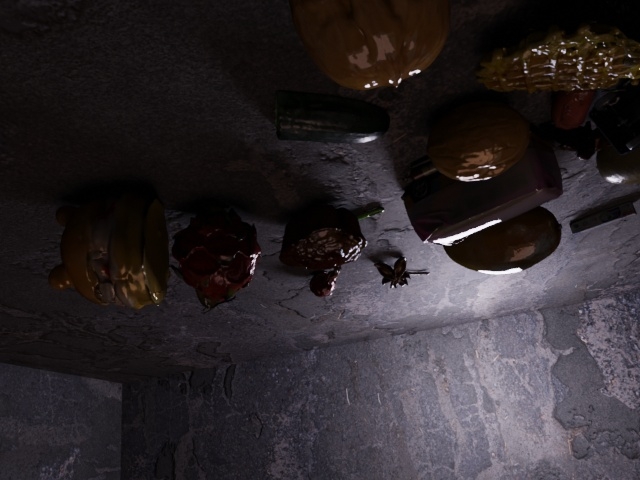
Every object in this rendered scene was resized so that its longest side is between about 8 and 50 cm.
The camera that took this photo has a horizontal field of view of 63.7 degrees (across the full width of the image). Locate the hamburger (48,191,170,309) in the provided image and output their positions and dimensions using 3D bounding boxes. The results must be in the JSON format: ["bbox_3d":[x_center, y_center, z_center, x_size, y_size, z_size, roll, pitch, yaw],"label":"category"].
[{"bbox_3d":[-0.483,0.028,1.193,0.237,0.276,0.276,-2,157,-5],"label":"hamburger"}]

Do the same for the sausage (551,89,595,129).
[{"bbox_3d":[0.502,-0.276,1.029,0.076,0.076,0.141,-12,158,9],"label":"sausage"}]

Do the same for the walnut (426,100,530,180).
[{"bbox_3d":[0.320,-0.202,1.050,0.207,0.159,0.159,-14,156,16],"label":"walnut"}]

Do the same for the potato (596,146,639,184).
[{"bbox_3d":[0.745,-0.209,1.169,0.174,0.159,0.251,32,149,-23],"label":"potato"}]

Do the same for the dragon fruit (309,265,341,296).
[{"bbox_3d":[0.021,0.145,1.857,0.094,0.094,0.190,5,149,-28],"label":"dragon fruit"}]

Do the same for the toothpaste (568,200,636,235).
[{"bbox_3d":[0.926,-0.068,1.694,0.196,0.047,0.040,-25,148,35],"label":"toothpaste"}]

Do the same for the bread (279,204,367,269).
[{"bbox_3d":[0.005,0.006,1.433,0.232,0.135,0.247,21,142,-36],"label":"bread"}]

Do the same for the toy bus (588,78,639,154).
[{"bbox_3d":[0.662,-0.295,0.958,0.133,0.125,0.292,-23,164,-27],"label":"toy bus"}]

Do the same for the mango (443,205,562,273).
[{"bbox_3d":[0.540,0.004,1.564,0.222,0.198,0.384,7,166,-40],"label":"mango"}]

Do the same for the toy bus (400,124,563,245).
[{"bbox_3d":[0.384,-0.112,1.267,0.171,0.162,0.386,12,151,-41],"label":"toy bus"}]

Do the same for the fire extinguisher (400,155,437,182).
[{"bbox_3d":[0.263,-0.181,1.230,0.173,0.035,0.049,-24,156,27],"label":"fire extinguisher"}]

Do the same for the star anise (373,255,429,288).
[{"bbox_3d":[0.317,0.099,1.931,0.148,0.219,0.227,-57,179,24],"label":"star anise"}]

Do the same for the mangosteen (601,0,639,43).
[{"bbox_3d":[0.485,-0.356,0.659,0.216,0.215,0.216,-7,157,-3],"label":"mangosteen"}]

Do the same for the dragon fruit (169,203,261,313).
[{"bbox_3d":[-0.260,0.055,1.323,0.234,0.233,0.292,-2,119,-13],"label":"dragon fruit"}]

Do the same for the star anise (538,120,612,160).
[{"bbox_3d":[0.563,-0.224,1.124,0.213,0.157,0.053,-23,122,-25],"label":"star anise"}]

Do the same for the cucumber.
[{"bbox_3d":[0.027,-0.227,1.010,0.244,0.063,0.115,-2,157,-17],"label":"cucumber"}]

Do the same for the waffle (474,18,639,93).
[{"bbox_3d":[0.412,-0.299,0.872,0.281,0.060,0.262,1,-178,-23],"label":"waffle"}]

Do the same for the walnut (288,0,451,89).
[{"bbox_3d":[0.061,-0.299,0.647,0.196,0.221,0.195,-21,-179,0],"label":"walnut"}]

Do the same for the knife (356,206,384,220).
[{"bbox_3d":[0.092,-0.056,1.490,0.212,0.015,0.054,-19,155,26],"label":"knife"}]
